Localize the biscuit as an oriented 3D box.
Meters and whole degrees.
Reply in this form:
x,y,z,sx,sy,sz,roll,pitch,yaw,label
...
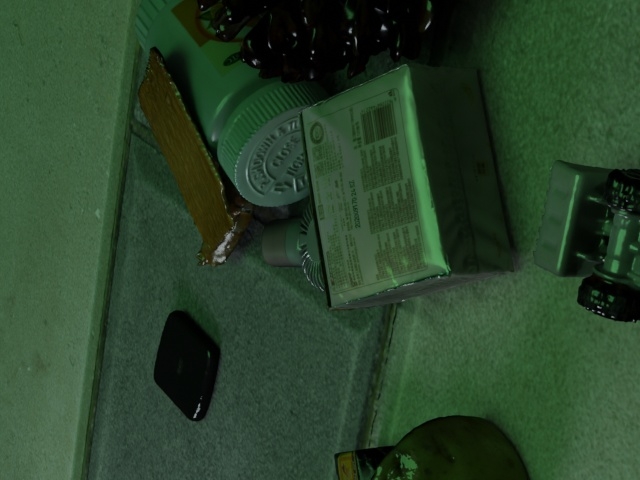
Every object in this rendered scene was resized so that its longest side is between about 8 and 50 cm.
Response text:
x,y,z,sx,sy,sz,roll,pitch,yaw,label
-0.169,-0.108,1.774,0.237,0.013,0.232,64,164,4,biscuit

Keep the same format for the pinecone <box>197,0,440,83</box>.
x,y,z,sx,sy,sz,roll,pitch,yaw,label
-0.002,-0.305,1.506,0.298,0.296,0.242,-93,-18,-46,pinecone

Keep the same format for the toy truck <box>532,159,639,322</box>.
x,y,z,sx,sy,sz,roll,pitch,yaw,label
0.309,0.016,1.227,0.286,0.111,0.136,29,114,51,toy truck

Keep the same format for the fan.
x,y,z,sx,sy,sz,roll,pitch,yaw,label
0.000,0.000,1.702,0.244,0.074,0.130,0,88,61,fan

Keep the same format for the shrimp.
x,y,z,sx,sy,sz,roll,pitch,yaw,label
-0.130,-0.046,1.903,0.187,0.052,0.132,-64,33,25,shrimp

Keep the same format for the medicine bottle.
x,y,z,sx,sy,sz,roll,pitch,yaw,label
-0.105,-0.197,1.747,0.318,0.158,0.158,52,133,37,medicine bottle

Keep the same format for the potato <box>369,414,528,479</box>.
x,y,z,sx,sy,sz,roll,pitch,yaw,label
0.142,0.249,1.458,0.120,0.149,0.081,42,132,42,potato

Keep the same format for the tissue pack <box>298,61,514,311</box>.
x,y,z,sx,sy,sz,roll,pitch,yaw,label
0.086,-0.054,1.507,0.185,0.124,0.225,-19,78,46,tissue pack

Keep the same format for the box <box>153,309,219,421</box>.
x,y,z,sx,sy,sz,roll,pitch,yaw,label
-0.188,0.179,2.021,0.125,0.027,0.126,40,124,42,box

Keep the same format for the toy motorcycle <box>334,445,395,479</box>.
x,y,z,sx,sy,sz,roll,pitch,yaw,label
0.092,0.362,1.593,0.157,0.091,0.263,-25,71,61,toy motorcycle
